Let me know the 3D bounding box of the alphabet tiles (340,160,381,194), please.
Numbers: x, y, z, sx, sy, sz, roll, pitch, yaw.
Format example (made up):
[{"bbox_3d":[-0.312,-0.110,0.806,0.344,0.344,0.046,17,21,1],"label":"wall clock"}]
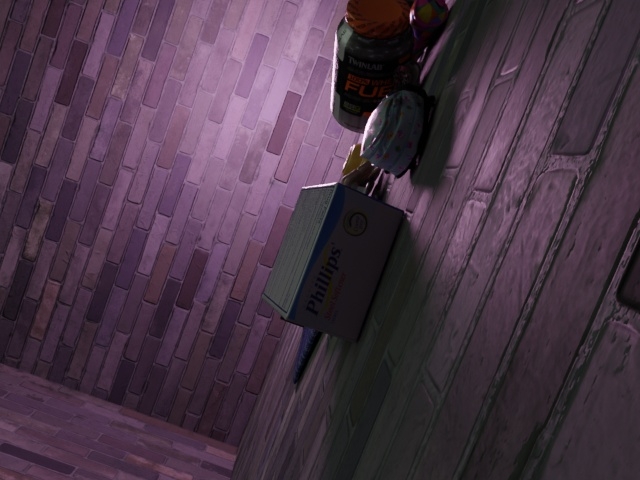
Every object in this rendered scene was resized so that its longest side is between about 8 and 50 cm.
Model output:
[{"bbox_3d":[0.066,-0.097,1.723,0.278,0.021,0.284,-38,-20,-41],"label":"alphabet tiles"}]

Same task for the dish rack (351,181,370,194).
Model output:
[{"bbox_3d":[0.041,0.031,1.593,0.286,0.072,0.333,100,-172,-61],"label":"dish rack"}]

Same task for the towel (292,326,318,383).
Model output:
[{"bbox_3d":[-0.013,0.249,1.883,0.243,0.040,0.336,-75,4,-48],"label":"towel"}]

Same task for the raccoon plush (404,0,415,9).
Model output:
[{"bbox_3d":[0.302,-0.760,2.339,0.299,0.216,0.447,-43,53,52],"label":"raccoon plush"}]

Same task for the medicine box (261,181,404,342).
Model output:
[{"bbox_3d":[0.012,0.035,1.246,0.289,0.149,0.264,-168,99,-75],"label":"medicine box"}]

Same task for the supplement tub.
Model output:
[{"bbox_3d":[0.137,-0.473,1.672,0.338,0.207,0.207,93,-168,-52],"label":"supplement tub"}]

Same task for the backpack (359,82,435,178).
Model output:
[{"bbox_3d":[0.150,-0.215,1.253,0.152,0.115,0.182,118,169,-51],"label":"backpack"}]

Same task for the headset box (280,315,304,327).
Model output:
[{"bbox_3d":[-0.036,0.134,2.237,0.218,0.110,0.293,-74,5,-54],"label":"headset box"}]

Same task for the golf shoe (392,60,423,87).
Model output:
[{"bbox_3d":[0.226,-0.379,1.623,0.086,0.067,0.186,-27,-32,-31],"label":"golf shoe"}]

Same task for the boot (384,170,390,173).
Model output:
[{"bbox_3d":[0.179,-0.209,1.458,0.118,0.042,0.087,116,167,-72],"label":"boot"}]

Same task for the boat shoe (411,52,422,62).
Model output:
[{"bbox_3d":[0.244,-0.523,1.813,0.068,0.072,0.190,9,80,50],"label":"boat shoe"}]

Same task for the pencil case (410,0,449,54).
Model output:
[{"bbox_3d":[0.274,-0.584,1.678,0.236,0.104,0.105,-173,104,-86],"label":"pencil case"}]

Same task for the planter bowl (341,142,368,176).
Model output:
[{"bbox_3d":[0.131,-0.267,2.157,0.217,0.090,0.217,-160,90,-86],"label":"planter bowl"}]
